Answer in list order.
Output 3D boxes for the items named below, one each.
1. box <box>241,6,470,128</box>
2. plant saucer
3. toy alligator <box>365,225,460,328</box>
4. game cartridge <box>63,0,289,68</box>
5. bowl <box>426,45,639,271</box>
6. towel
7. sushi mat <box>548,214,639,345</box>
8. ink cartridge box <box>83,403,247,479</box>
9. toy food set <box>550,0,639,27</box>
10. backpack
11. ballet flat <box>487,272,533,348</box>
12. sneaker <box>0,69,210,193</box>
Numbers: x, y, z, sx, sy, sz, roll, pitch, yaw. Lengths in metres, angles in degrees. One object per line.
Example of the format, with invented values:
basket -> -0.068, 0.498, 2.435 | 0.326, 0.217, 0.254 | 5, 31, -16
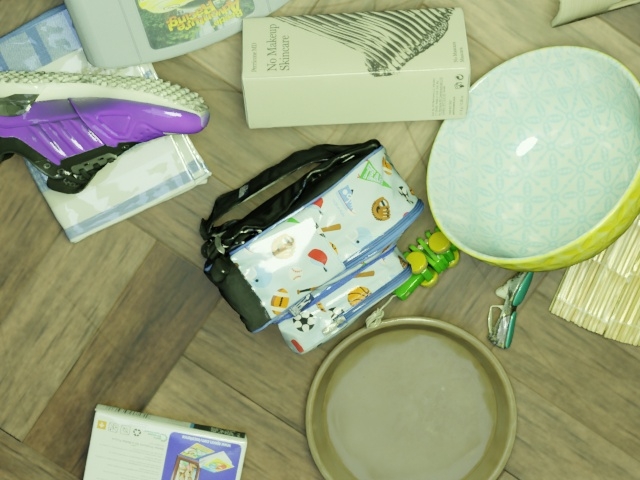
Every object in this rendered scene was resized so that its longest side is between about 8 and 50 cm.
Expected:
box -> 0.042, -0.212, 1.690 | 0.275, 0.113, 0.094 | -3, 143, 0
plant saucer -> 0.118, 0.232, 1.811 | 0.278, 0.041, 0.277 | 0, 99, 1
toy alligator -> 0.119, 0.035, 1.770 | 0.190, 0.056, 0.051 | -41, 56, 1
game cartridge -> -0.164, -0.322, 1.656 | 0.294, 0.060, 0.196 | -23, 137, -7
bowl -> 0.291, -0.075, 1.683 | 0.289, 0.289, 0.156 | -44, 139, 7
towel -> -0.291, -0.159, 1.755 | 0.209, 0.034, 0.285 | -26, 96, 7
sushi mat -> 0.425, -0.021, 1.775 | 0.151, 0.019, 0.316 | 22, 100, -4
ink cartridge box -> -0.216, 0.338, 1.830 | 0.206, 0.045, 0.208 | 12, 98, -1
toy food set -> 0.347, -0.434, 1.674 | 0.220, 0.092, 0.306 | -17, 101, -13
backpack -> 0.000, 0.000, 1.672 | 0.263, 0.276, 0.213 | -41, 102, 0
ballet flat -> 0.242, 0.083, 1.787 | 0.041, 0.041, 0.114 | 17, 98, -2
sneaker -> -0.280, -0.128, 1.699 | 0.293, 0.102, 0.146 | 5, 103, 8
